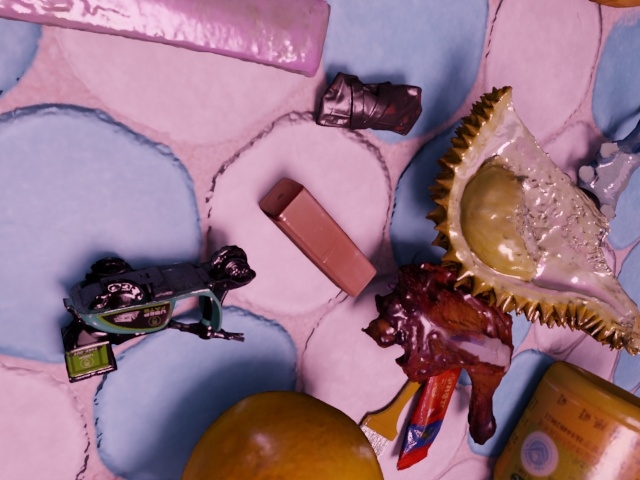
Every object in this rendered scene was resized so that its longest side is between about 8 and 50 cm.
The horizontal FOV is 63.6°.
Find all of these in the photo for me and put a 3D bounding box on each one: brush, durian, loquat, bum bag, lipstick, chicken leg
[{"bbox_3d":[0.118,0.224,0.736,0.205,0.011,0.083,-51,129,-6],"label":"brush"},{"bbox_3d":[0.227,-0.002,0.571,0.166,0.306,0.172,-38,168,28],"label":"durian"},{"bbox_3d":[-0.057,0.266,0.519,0.246,0.213,0.213,-10,115,-28],"label":"loquat"},{"bbox_3d":[0.054,-0.136,0.522,0.125,0.034,0.057,-5,126,-32],"label":"bum bag"},{"bbox_3d":[0.000,0.000,0.537,0.045,0.045,0.145,-50,127,-10],"label":"lipstick"},{"bbox_3d":[0.192,0.154,0.675,0.158,0.096,0.407,-45,132,-8],"label":"chicken leg"}]

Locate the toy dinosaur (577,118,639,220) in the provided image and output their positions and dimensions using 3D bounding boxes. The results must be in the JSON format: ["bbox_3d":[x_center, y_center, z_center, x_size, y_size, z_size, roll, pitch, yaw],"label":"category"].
[{"bbox_3d":[0.422,-0.095,0.761,0.329,0.076,0.144,-60,161,1],"label":"toy dinosaur"}]

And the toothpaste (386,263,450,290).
[{"bbox_3d":[0.153,0.046,0.672,0.170,0.028,0.045,-7,112,-34],"label":"toothpaste"}]

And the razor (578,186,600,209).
[{"bbox_3d":[0.307,-0.047,0.697,0.148,0.090,0.054,-13,118,-32],"label":"razor"}]

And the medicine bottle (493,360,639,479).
[{"bbox_3d":[0.420,0.424,0.891,0.224,0.224,0.384,22,98,-38],"label":"medicine bottle"}]

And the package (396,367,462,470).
[{"bbox_3d":[0.166,0.245,0.766,0.083,0.022,0.200,5,106,-44],"label":"package"}]

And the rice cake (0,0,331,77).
[{"bbox_3d":[-0.144,-0.175,0.359,0.365,0.056,0.072,-2,109,-34],"label":"rice cake"}]

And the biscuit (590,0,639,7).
[{"bbox_3d":[0.380,-0.423,0.582,0.297,0.102,0.296,-16,120,-30],"label":"biscuit"}]

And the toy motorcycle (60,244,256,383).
[{"bbox_3d":[-0.139,0.059,0.463,0.173,0.058,0.100,-11,123,-29],"label":"toy motorcycle"}]
